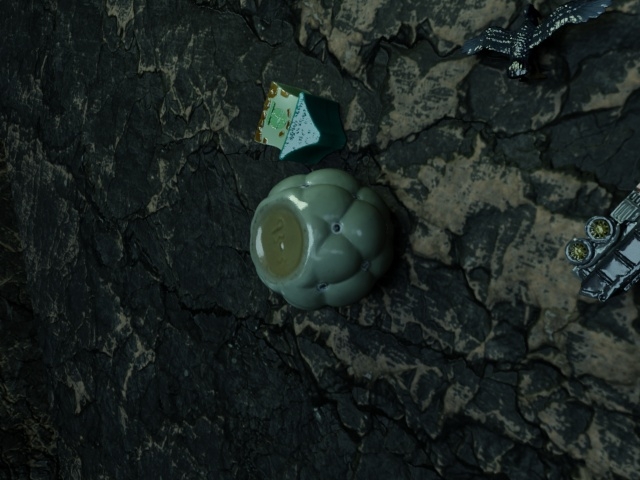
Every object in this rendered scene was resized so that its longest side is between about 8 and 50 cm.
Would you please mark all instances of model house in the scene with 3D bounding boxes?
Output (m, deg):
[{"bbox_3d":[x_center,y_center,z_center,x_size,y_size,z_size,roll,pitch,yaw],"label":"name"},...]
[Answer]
[{"bbox_3d":[-0.032,-0.212,0.995,0.148,0.100,0.127,34,114,36],"label":"model house"}]

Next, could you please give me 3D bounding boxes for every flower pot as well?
[{"bbox_3d":[0.000,0.000,0.901,0.246,0.195,0.246,2,92,43],"label":"flower pot"}]

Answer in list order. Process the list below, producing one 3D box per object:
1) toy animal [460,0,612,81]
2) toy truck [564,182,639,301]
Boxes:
[{"bbox_3d":[0.280,-0.269,0.722,0.220,0.062,0.108,6,95,49],"label":"toy animal"},{"bbox_3d":[0.376,-0.011,0.621,0.092,0.083,0.192,51,124,31],"label":"toy truck"}]
